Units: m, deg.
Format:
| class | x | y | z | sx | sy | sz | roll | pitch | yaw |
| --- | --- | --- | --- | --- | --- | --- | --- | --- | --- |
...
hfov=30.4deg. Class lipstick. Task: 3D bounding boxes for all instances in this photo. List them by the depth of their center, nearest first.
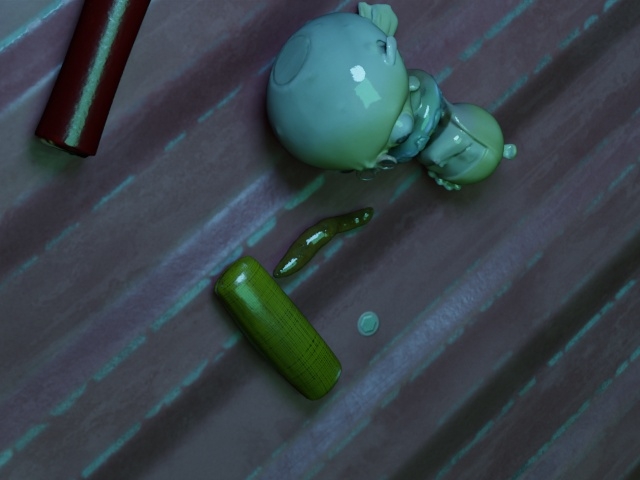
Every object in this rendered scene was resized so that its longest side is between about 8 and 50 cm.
| class | x | y | z | sx | sy | sz | roll | pitch | yaw |
| --- | --- | --- | --- | --- | --- | --- | --- | --- | --- |
| lipstick | -0.269 | -0.220 | 1.418 | 0.080 | 0.080 | 0.241 | 20 | 88 | -29 |

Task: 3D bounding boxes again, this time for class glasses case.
| class | x | y | z | sx | sy | sz | roll | pitch | yaw |
| --- | --- | --- | --- | --- | --- | --- | --- | --- | --- |
| glasses case | -0.056 | 0.123 | 1.597 | 0.079 | 0.064 | 0.234 | -48 | 115 | -21 |

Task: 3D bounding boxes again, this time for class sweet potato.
| class | x | y | z | sx | sy | sz | roll | pitch | yaw |
| --- | --- | --- | --- | --- | --- | --- | --- | --- | --- |
| sweet potato | -0.001 | -0.003 | 1.616 | 0.179 | 0.044 | 0.044 | -37 | 113 | -25 |

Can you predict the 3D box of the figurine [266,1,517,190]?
| class | x | y | z | sx | sy | sz | roll | pitch | yaw |
| --- | --- | --- | --- | --- | --- | --- | --- | --- | --- |
| figurine | 0.113 | -0.190 | 1.586 | 0.394 | 0.226 | 0.275 | 21 | 60 | -35 |
